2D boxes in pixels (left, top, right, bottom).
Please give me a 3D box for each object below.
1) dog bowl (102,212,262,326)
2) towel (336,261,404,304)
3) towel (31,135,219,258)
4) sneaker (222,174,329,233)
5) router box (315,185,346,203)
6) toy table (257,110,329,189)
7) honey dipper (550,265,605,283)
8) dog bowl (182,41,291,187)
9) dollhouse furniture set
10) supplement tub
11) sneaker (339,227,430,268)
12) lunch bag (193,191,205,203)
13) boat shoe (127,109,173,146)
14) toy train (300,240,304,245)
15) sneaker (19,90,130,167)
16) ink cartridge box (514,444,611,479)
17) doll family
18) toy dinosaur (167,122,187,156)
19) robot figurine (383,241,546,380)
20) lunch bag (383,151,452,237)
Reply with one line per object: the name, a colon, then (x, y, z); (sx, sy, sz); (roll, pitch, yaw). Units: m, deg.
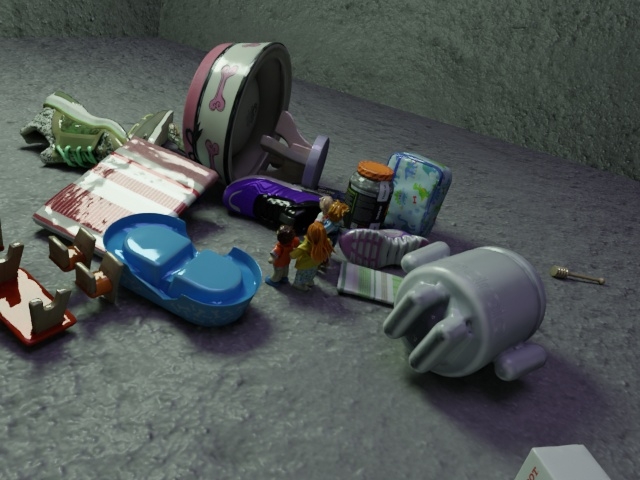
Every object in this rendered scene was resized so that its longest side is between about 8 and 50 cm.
dog bowl: (-0.252, 0.053, 0.897); (0.297, 0.074, 0.166); (26, 36, 10)
towel: (0.112, 0.099, 1.077); (0.152, 0.023, 0.113); (16, 29, 0)
towel: (-0.409, -0.095, 1.073); (0.237, 0.037, 0.329); (24, 48, 10)
sneaker: (-0.097, -0.081, 1.230); (0.293, 0.102, 0.146); (7, 28, -13)
router box: (0.039, -0.115, 1.428); (0.122, 0.038, 0.092); (14, 26, 0)
toy table: (-0.075, -0.226, 1.383); (0.160, 0.252, 0.274); (19, -16, 3)
honey dipper: (0.707, 0.097, 1.346); (0.160, 0.030, 0.030); (11, 27, -9)
dog bowl: (-0.221, -0.340, 1.328); (0.150, 0.408, 0.408); (19, 27, 9)
dollhouse furniture set: (-0.498, 0.067, 0.775); (0.259, 0.135, 0.262); (37, 33, 17)
supplement tub: (0.120, -0.100, 1.268); (0.117, 0.190, 0.117); (11, 28, -6)
sneaker: (0.143, 0.010, 1.192); (0.236, 0.095, 0.104); (6, 21, -26)
lunch bag: (-0.366, -0.148, 1.240); (0.128, 0.096, 0.151); (25, 39, 21)
boat shoe: (-0.522, -0.339, 1.520); (0.091, 0.109, 0.305); (14, 30, -10)
toy train: (-0.021, 0.021, 1.164); (0.083, 0.017, 0.023); (24, 18, 18)
sneaker: (-0.630, -0.237, 1.298); (0.410, 0.158, 0.182); (29, 62, 24)
ink cartridge box: (0.293, 0.350, 0.544); (0.082, 0.140, 0.191); (3, 28, -17)
doll family: (0.000, 0.000, 1.032); (0.118, 0.163, 0.263); (27, 36, 17)
toy dinosaur: (-0.365, -0.268, 1.512); (0.268, 0.064, 0.118); (41, 32, 26)
robot figurine: (0.278, 0.123, 0.907); (0.353, 0.200, 0.300); (-13, 57, -41)
lunch bag: (0.239, -0.121, 1.336); (0.176, 0.219, 0.090); (32, 26, 31)
